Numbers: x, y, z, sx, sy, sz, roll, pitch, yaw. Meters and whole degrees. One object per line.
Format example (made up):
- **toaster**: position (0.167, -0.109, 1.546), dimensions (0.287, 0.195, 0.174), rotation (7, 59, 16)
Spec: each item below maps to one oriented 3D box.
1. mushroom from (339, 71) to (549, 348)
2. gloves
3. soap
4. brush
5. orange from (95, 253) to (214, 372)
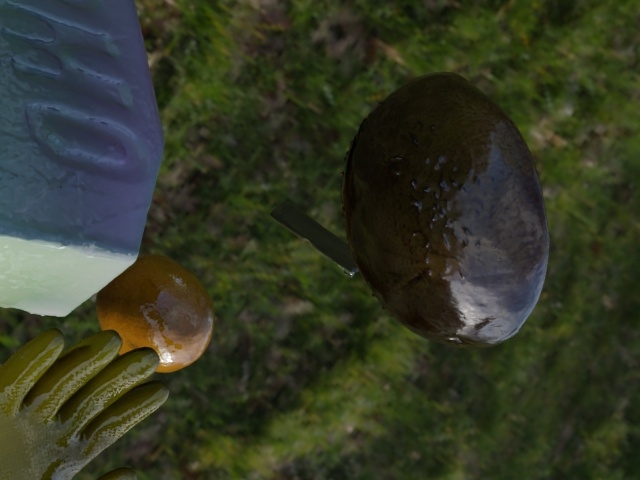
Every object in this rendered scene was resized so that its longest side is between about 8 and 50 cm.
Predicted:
- **mushroom**: position (0.058, -0.011, 0.568), dimensions (0.087, 0.127, 0.127), rotation (-18, 149, -14)
- **gloves**: position (-0.252, 0.186, 1.099), dimensions (0.294, 0.116, 0.133), rotation (-44, 138, 1)
- **soap**: position (-0.304, -0.152, 1.334), dimensions (0.261, 0.446, 0.156), rotation (13, 143, -44)
- **brush**: position (0.000, 0.000, 1.689), dimensions (0.034, 0.190, 0.027), rotation (-38, 132, -16)
- **orange**: position (-0.204, 0.089, 1.650), dimensions (0.124, 0.156, 0.156), rotation (-56, 165, -37)
